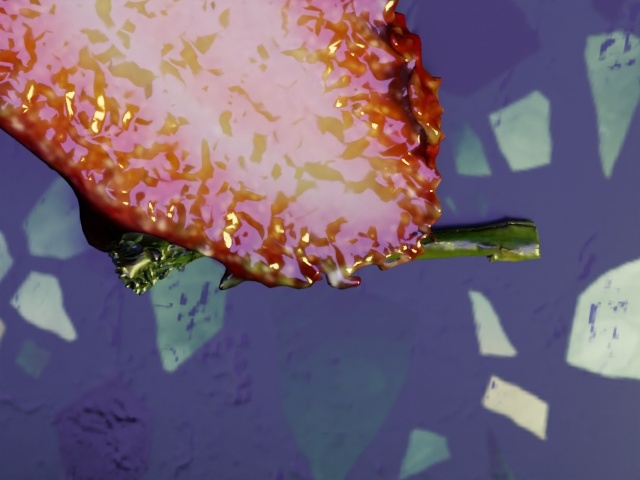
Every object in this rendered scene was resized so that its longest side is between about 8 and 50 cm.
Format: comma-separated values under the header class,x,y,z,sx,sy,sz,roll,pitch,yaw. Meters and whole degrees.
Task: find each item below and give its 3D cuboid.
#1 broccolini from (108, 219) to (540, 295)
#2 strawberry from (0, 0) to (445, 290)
class,x,y,z,sx,sy,sz,roll,pitch,yaw
broccolini,-0.001,-0.007,1.139,0.254,0.071,0.057,0,55,-6
strawberry,-0.070,-0.102,1.079,0.233,0.138,0.306,-34,104,7
